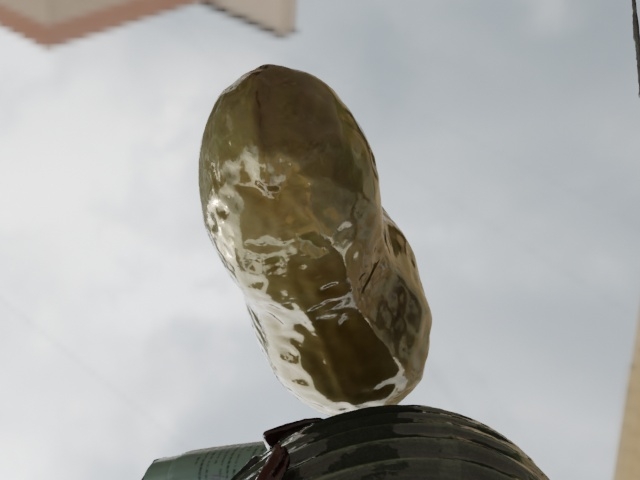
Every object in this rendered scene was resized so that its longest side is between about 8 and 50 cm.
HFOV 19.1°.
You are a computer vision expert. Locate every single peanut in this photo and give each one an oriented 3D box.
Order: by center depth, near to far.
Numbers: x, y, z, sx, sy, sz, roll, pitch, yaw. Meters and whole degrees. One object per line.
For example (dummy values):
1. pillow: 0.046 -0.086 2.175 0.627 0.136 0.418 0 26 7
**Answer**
1. peanut: 0.000 0.000 1.132 0.111 0.274 0.125 -2 -129 14

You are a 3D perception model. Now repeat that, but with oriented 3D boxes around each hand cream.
1. hand cream: -0.031 0.185 1.513 0.331 0.058 0.085 -16 -149 49

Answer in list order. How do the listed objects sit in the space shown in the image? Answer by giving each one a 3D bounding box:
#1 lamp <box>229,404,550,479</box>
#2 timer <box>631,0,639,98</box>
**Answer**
1. lamp: 0.028 0.216 1.106 0.233 0.265 0.233 18 -158 -7
2. timer: 0.339 -0.209 1.619 0.078 0.253 0.178 -4 179 -26
